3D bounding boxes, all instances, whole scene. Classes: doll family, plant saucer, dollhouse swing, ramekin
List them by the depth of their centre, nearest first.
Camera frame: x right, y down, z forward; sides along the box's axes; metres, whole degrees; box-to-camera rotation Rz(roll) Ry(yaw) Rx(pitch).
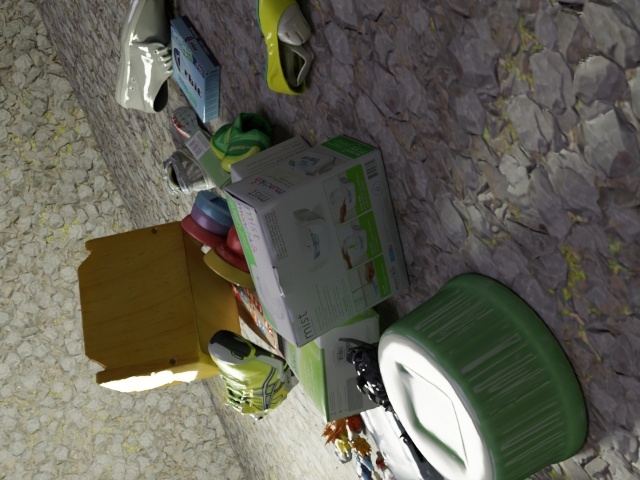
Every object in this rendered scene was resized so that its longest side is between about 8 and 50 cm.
[{"bbox_3d":[0.214,0.214,1.143,0.303,0.148,0.303,50,156,32],"label":"ramekin"},{"bbox_3d":[0.084,0.480,1.825,0.263,0.118,0.163,46,153,39],"label":"doll family"},{"bbox_3d":[-0.361,0.186,1.878,0.305,0.315,0.346,85,172,-64],"label":"dollhouse swing"},{"bbox_3d":[-0.162,0.213,2.132,0.198,0.036,0.198,46,-177,-4],"label":"plant saucer"}]

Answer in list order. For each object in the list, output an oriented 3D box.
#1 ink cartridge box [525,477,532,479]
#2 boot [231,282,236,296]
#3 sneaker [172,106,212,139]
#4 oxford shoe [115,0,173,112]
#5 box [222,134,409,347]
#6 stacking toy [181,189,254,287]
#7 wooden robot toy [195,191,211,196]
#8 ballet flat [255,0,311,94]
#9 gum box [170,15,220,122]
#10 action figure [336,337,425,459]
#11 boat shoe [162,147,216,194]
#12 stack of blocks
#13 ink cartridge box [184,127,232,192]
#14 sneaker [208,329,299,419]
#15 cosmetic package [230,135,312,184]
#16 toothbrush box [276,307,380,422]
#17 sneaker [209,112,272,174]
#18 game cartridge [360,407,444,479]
[{"bbox_3d":[0.308,0.447,1.283,0.143,0.090,0.092,62,160,2],"label":"ink cartridge box"},{"bbox_3d":[-0.272,0.101,2.321,0.198,0.077,0.137,-7,104,55],"label":"boot"},{"bbox_3d":[-0.321,-0.267,1.999,0.158,0.061,0.065,54,164,25],"label":"sneaker"},{"bbox_3d":[-0.389,-0.456,1.856,0.130,0.169,0.449,21,147,-4],"label":"oxford shoe"},{"bbox_3d":[0.000,0.000,1.290,0.127,0.231,0.262,32,144,54],"label":"box"},{"bbox_3d":[-0.148,-0.003,1.792,0.279,0.130,0.309,24,-167,-38],"label":"stacking toy"},{"bbox_3d":[-0.307,-0.075,2.163,0.173,0.079,0.076,50,156,32],"label":"wooden robot toy"},{"bbox_3d":[-0.051,-0.320,1.275,0.077,0.077,0.231,31,151,19],"label":"ballet flat"},{"bbox_3d":[-0.280,-0.379,1.784,0.157,0.041,0.184,56,158,19],"label":"gum box"},{"bbox_3d":[0.146,0.244,1.372,0.275,0.141,0.164,54,166,-22],"label":"action figure"},{"bbox_3d":[-0.377,-0.177,2.173,0.320,0.103,0.118,21,134,61],"label":"boat shoe"},{"bbox_3d":[-0.115,0.155,1.961,0.297,0.087,0.171,48,155,36],"label":"stack of blocks"},{"bbox_3d":[-0.189,-0.136,1.799,0.171,0.056,0.235,50,-172,34],"label":"ink cartridge box"},{"bbox_3d":[-0.149,0.306,1.745,0.145,0.147,0.384,25,167,26],"label":"sneaker"},{"bbox_3d":[-0.052,-0.061,1.455,0.183,0.151,0.151,51,157,32],"label":"cosmetic package"},{"bbox_3d":[0.007,0.181,1.554,0.283,0.122,0.206,-131,33,-58],"label":"toothbrush box"},{"bbox_3d":[-0.146,-0.196,1.617,0.109,0.123,0.295,30,-172,-22],"label":"sneaker"},{"bbox_3d":[0.139,0.360,1.647,0.294,0.060,0.196,64,156,-1],"label":"game cartridge"}]
